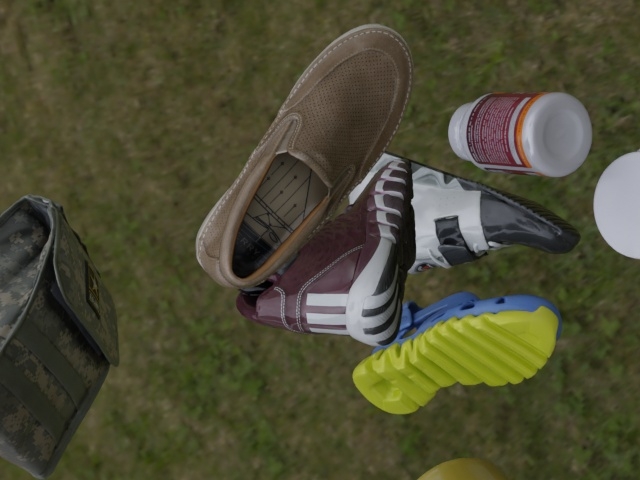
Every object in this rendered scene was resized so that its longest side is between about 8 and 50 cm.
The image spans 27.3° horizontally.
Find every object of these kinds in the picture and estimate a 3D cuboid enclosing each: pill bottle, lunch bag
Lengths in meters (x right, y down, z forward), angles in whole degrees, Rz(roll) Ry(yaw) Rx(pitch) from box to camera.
[{"bbox_3d":[0.420,-0.043,1.438,0.152,0.272,0.152,3,94,45],"label":"pill bottle"},{"bbox_3d":[-0.364,0.113,1.641,0.169,0.287,0.235,17,153,23],"label":"lunch bag"},{"bbox_3d":[0.202,-0.111,1.365,0.152,0.086,0.086,11,115,59],"label":"pill bottle"}]

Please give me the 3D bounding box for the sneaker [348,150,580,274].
[{"bbox_3d":[0.179,-0.013,1.722,0.330,0.122,0.146,20,93,34],"label":"sneaker"}]

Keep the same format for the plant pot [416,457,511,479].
[{"bbox_3d":[0.217,0.428,1.762,0.239,0.254,0.254,-117,33,-54],"label":"plant pot"}]

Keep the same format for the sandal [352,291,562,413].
[{"bbox_3d":[0.171,0.114,1.648,0.126,0.138,0.317,45,141,-23],"label":"sandal"}]

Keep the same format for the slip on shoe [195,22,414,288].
[{"bbox_3d":[-0.004,-0.036,0.571,0.051,0.135,0.041,42,177,-14],"label":"slip on shoe"}]

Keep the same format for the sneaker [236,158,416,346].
[{"bbox_3d":[0.000,0.000,1.202,0.162,0.281,0.106,0,113,10],"label":"sneaker"}]
